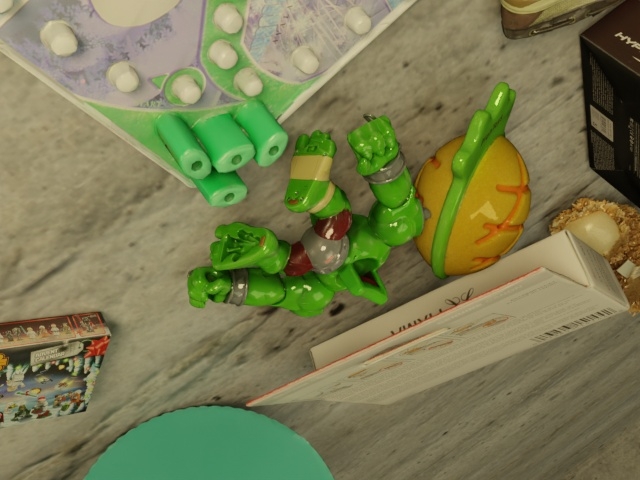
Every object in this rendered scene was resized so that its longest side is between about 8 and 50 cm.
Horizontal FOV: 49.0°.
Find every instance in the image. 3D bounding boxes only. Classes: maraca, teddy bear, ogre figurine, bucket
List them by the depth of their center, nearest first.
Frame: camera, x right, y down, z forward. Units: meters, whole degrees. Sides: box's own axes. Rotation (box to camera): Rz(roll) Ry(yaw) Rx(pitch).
[{"bbox_3d":[0.000,0.000,0.539,0.118,0.097,0.197,33,95,-42],"label":"ogre figurine"},{"bbox_3d":[0.128,-0.044,0.591,0.127,0.099,0.185,-53,156,-36],"label":"maraca"},{"bbox_3d":[-0.107,0.308,0.662,0.281,0.281,0.183,-16,135,-28],"label":"bucket"},{"bbox_3d":[0.386,0.020,0.918,0.338,0.113,0.245,-8,130,-25],"label":"teddy bear"}]

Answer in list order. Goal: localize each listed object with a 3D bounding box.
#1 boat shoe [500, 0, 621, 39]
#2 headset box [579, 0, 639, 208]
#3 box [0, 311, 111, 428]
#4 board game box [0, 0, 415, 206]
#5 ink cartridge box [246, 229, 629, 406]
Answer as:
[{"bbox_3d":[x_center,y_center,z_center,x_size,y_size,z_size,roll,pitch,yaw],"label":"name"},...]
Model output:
[{"bbox_3d":[0.199,-0.194,0.527,0.152,0.056,0.049,-19,148,-9],"label":"boat shoe"},{"bbox_3d":[0.400,-0.183,0.662,0.293,0.110,0.218,-37,145,0],"label":"headset box"},{"bbox_3d":[-0.230,0.099,0.509,0.137,0.027,0.094,-4,133,-39],"label":"box"},{"bbox_3d":[-0.016,-0.220,0.302,0.390,0.050,0.390,-41,146,6],"label":"board game box"},{"bbox_3d":[0.112,0.081,0.670,0.296,0.066,0.261,-29,153,27],"label":"ink cartridge box"}]
